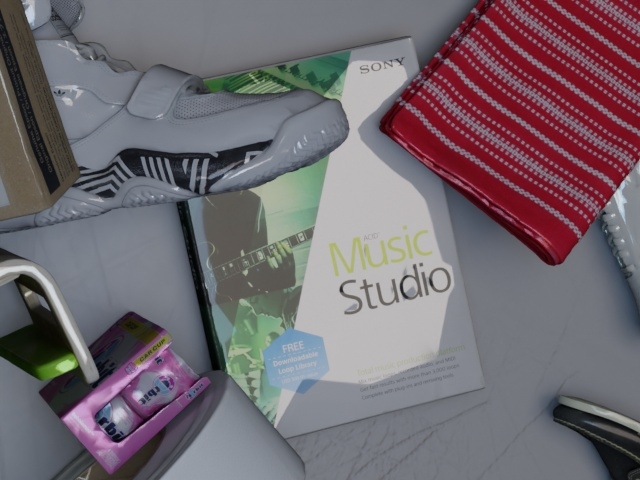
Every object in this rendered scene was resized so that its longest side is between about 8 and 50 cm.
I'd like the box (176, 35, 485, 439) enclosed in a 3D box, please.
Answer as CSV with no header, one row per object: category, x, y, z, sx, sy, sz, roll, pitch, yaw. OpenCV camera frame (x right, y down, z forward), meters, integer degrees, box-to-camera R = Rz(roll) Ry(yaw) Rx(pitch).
box,0.000,0.000,1.614,0.232,0.058,0.322,-14,93,-14

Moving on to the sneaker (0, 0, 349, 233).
sneaker,-0.169,-0.127,1.487,0.366,0.137,0.210,-10,92,10

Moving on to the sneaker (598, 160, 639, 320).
sneaker,0.290,-0.020,1.682,0.095,0.090,0.235,-1,85,-7

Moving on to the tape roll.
tape roll,-0.151,0.232,1.468,0.286,0.286,0.100,-42,102,-10

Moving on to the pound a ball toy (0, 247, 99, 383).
pound a ball toy,-0.299,0.084,1.405,0.208,0.319,0.135,-27,98,-12

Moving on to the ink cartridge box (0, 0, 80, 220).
ink cartridge box,-0.325,-0.098,1.395,0.235,0.088,0.193,-13,108,15

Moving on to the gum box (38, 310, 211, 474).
gum box,-0.162,0.121,1.509,0.107,0.188,0.062,-42,101,-9

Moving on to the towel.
towel,0.200,-0.130,1.614,0.199,0.031,0.275,38,65,2

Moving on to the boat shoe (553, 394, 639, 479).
boat shoe,0.303,0.216,1.686,0.233,0.084,0.079,34,83,-16
